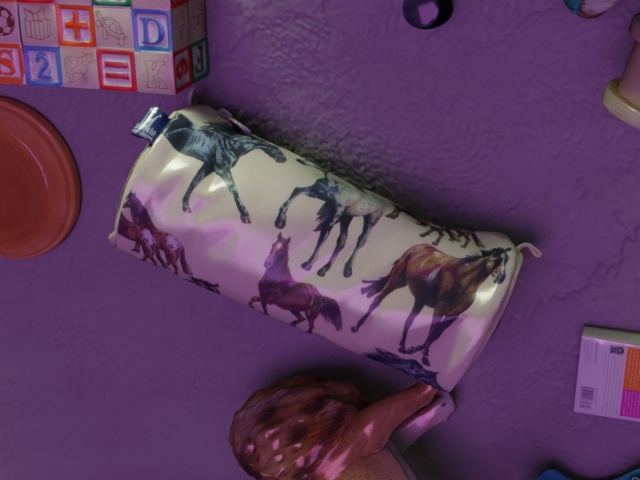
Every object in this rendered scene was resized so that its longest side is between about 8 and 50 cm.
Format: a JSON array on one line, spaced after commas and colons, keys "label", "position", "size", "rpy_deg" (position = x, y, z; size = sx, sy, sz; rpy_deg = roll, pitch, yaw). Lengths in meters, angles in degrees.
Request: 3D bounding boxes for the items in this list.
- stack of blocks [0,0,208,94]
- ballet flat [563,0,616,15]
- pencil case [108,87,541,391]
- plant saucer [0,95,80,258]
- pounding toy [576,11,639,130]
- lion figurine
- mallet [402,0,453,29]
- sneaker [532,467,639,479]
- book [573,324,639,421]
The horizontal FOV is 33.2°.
[{"label": "stack of blocks", "position": [-0.271, -0.250, 1.103], "size": [0.297, 0.087, 0.171], "rpy_deg": [5, 113, 17]}, {"label": "ballet flat", "position": [0.208, -0.390, 0.839], "size": [0.147, 0.147, 0.408], "rpy_deg": [-15, 95, 23]}, {"label": "pencil case", "position": [0.000, 0.000, 1.077], "size": [0.410, 0.160, 0.183], "rpy_deg": [24, 90, 7]}, {"label": "plant saucer", "position": [-0.374, -0.067, 1.243], "size": [0.200, 0.037, 0.199], "rpy_deg": [7, 113, 16]}, {"label": "pounding toy", "position": [0.336, -0.166, 0.901], "size": [0.270, 0.154, 0.154], "rpy_deg": [20, 117, 9]}, {"label": "lion figurine", "position": [0.073, 0.286, 1.124], "size": [0.240, 0.142, 0.392], "rpy_deg": [-33, 62, 3]}, {"label": "mallet", "position": [0.066, -0.281, 0.993], "size": [0.039, 0.062, 0.189], "rpy_deg": [-24, 102, 23]}, {"label": "sneaker", "position": [0.374, 0.312, 1.106], "size": [0.341, 0.125, 0.139], "rpy_deg": [-3, 109, 19]}, {"label": "book", "position": [0.337, 0.144, 1.100], "size": [0.144, 0.035, 0.096], "rpy_deg": [7, 117, 16]}]
